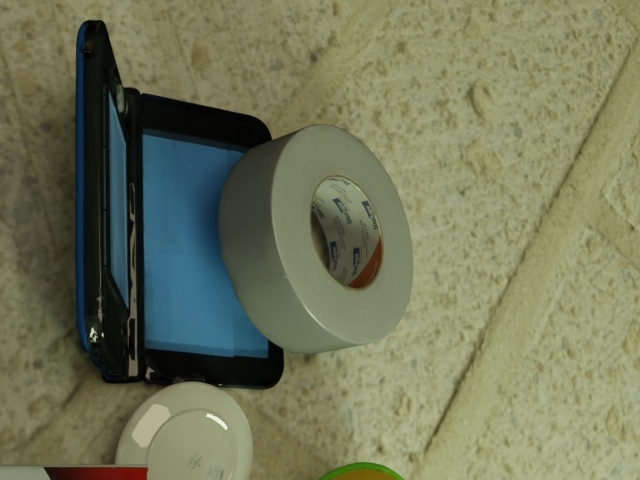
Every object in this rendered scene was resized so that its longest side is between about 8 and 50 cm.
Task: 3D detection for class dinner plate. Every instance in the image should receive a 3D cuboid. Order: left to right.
[{"bbox_3d":[-0.118,0.198,1.025,0.141,0.017,0.141,-2,94,-36],"label":"dinner plate"}]

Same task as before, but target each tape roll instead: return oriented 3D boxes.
[{"bbox_3d":[0.000,0.000,1.117,0.219,0.072,0.219,22,61,-45],"label":"tape roll"}]

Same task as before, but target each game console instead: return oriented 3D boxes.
[{"bbox_3d":[-0.122,-0.024,1.041,0.173,0.250,0.293,-3,73,-4],"label":"game console"}]

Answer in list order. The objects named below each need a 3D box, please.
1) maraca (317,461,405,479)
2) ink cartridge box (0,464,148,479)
[{"bbox_3d":[0.016,0.292,1.054,0.127,0.099,0.185,39,83,-11],"label":"maraca"},{"bbox_3d":[-0.271,0.327,0.838,0.272,0.130,0.309,6,70,-32],"label":"ink cartridge box"}]
